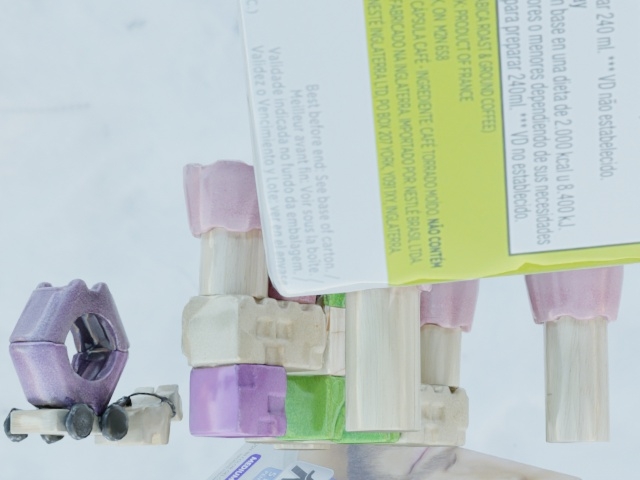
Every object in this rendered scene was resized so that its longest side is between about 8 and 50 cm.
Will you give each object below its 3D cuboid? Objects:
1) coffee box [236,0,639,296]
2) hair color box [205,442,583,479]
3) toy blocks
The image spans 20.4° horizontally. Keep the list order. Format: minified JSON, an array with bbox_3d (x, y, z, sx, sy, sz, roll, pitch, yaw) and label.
[{"bbox_3d":[0.124,-0.210,0.721,0.334,0.337,0.338,-6,115,1],"label":"coffee box"},{"bbox_3d":[0.040,0.245,1.387,0.185,0.339,0.110,-41,122,-31],"label":"hair color box"},{"bbox_3d":[0.000,0.000,1.138,0.309,0.289,0.260,-6,80,36],"label":"toy blocks"}]
